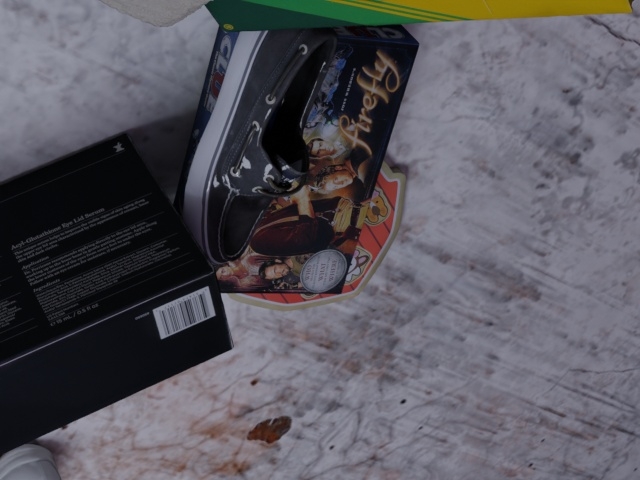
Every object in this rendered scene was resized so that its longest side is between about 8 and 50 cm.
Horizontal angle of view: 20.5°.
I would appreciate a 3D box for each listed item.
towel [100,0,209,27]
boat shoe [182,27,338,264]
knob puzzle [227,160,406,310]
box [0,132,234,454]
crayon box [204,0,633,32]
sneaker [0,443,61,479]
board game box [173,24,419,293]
[{"bbox_3d":[-0.170,-0.233,1.134,0.282,0.049,0.187,25,155,-25],"label":"towel"},{"bbox_3d":[-0.040,-0.074,1.369,0.080,0.076,0.228,-10,126,-55],"label":"boat shoe"},{"bbox_3d":[0.000,0.000,1.585,0.213,0.030,0.213,-18,135,-19],"label":"knob puzzle"},{"bbox_3d":[-0.226,0.050,1.371,0.261,0.184,0.103,-24,139,-13],"label":"box"},{"bbox_3d":[0.014,-0.276,1.131,0.313,0.106,0.363,1,154,25],"label":"crayon box"},{"bbox_3d":[-0.301,0.288,1.604,0.080,0.094,0.212,16,118,-42],"label":"sneaker"},{"bbox_3d":[-0.029,-0.068,1.468,0.165,0.042,0.243,1,120,-28],"label":"board game box"}]
